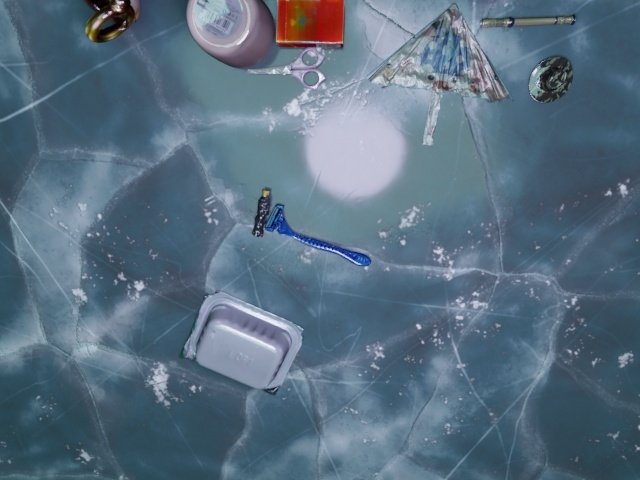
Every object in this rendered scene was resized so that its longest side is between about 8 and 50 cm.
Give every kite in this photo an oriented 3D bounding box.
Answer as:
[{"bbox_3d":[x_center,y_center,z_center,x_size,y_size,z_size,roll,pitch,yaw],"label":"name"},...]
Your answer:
[{"bbox_3d":[0.322,-0.435,1.257,0.406,0.014,0.368,8,105,1],"label":"kite"}]

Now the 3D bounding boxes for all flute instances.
[{"bbox_3d":[0.526,-0.558,1.206,0.233,0.027,0.027,-1,105,3],"label":"flute"}]

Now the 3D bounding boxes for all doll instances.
[{"bbox_3d":[-0.448,-0.653,1.124,0.340,0.317,0.209,-14,131,34],"label":"doll"}]

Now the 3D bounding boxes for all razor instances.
[{"bbox_3d":[-0.005,0.006,1.379,0.324,0.093,0.056,25,145,-7],"label":"razor"}]

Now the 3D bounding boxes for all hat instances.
[{"bbox_3d":[0.604,-0.415,1.226,0.121,0.050,0.121,1,108,4],"label":"hat"}]

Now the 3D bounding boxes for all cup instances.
[{"bbox_3d":[-0.238,-0.562,1.162,0.192,0.200,0.252,-30,100,11],"label":"cup"}]

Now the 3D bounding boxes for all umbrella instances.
[{"bbox_3d":[-0.169,-0.078,1.370,0.040,0.037,0.143,18,109,13],"label":"umbrella"}]

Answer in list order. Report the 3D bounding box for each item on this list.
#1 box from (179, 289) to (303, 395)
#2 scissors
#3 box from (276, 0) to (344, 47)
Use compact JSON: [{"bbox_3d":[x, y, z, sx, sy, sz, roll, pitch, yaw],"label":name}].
[{"bbox_3d":[-0.245,0.334,1.449,0.337,0.106,0.264,24,105,-2],"label":"box"},{"bbox_3d":[-0.093,-0.460,1.273,0.212,0.021,0.110,-1,102,3],"label":"scissors"},{"bbox_3d":[-0.026,-0.559,1.222,0.175,0.048,0.112,3,98,2],"label":"box"}]
